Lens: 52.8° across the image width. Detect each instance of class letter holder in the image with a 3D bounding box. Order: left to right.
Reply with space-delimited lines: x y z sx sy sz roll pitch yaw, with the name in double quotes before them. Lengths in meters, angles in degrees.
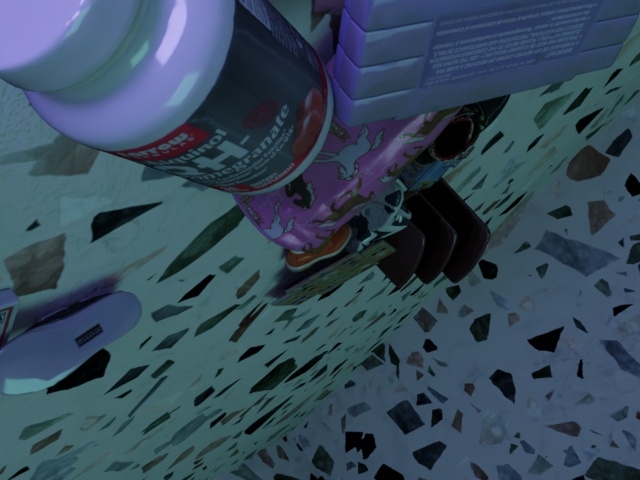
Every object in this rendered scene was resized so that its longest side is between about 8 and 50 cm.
"letter holder" 0.269 0.018 1.611 0.152 0.214 0.302 -34 161 -20

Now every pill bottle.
"pill bottle" -0.120 -0.145 0.514 0.176 0.176 0.318 -44 161 12

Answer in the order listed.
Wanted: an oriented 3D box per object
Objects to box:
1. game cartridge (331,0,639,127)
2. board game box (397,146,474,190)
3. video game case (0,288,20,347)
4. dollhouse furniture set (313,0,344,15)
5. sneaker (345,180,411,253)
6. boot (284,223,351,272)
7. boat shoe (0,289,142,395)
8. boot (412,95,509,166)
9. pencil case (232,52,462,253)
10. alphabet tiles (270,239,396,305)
"game cartridge" 0.183 -0.239 0.626 0.355 0.068 0.230 -16 149 -21
"board game box" 0.272 -0.198 1.360 0.194 0.060 0.194 -13 149 -54
"video game case" -0.492 0.178 0.777 0.204 0.025 0.285 -20 152 -48
"dollhouse furniture set" -0.014 -0.307 0.589 0.151 0.123 0.144 3 147 -13
"sneaker" 0.140 -0.070 1.348 0.153 0.094 0.235 -30 159 -33
"boot" 0.000 0.000 1.293 0.158 0.059 0.084 -32 155 -21
"boat shoe" -0.347 0.134 0.866 0.070 0.077 0.219 3 -156 44
"boot" 0.272 -0.219 1.173 0.236 0.085 0.178 -39 -173 3
"pencil case" 0.044 -0.153 0.834 0.160 0.167 0.386 18 123 -43
"alphabet tiles" 0.038 0.081 1.496 0.285 0.011 0.342 -30 169 9
